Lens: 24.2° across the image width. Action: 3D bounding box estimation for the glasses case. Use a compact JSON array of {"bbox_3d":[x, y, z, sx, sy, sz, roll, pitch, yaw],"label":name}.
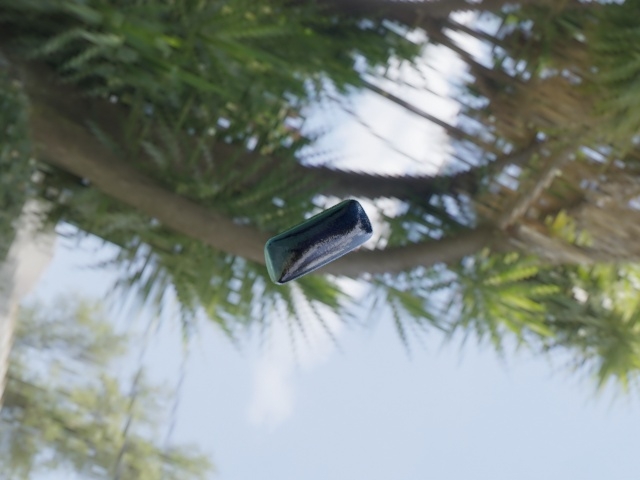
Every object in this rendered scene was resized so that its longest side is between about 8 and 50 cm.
[{"bbox_3d":[0.000,0.000,1.022,0.083,0.033,0.023,-28,-160,-25],"label":"glasses case"}]
